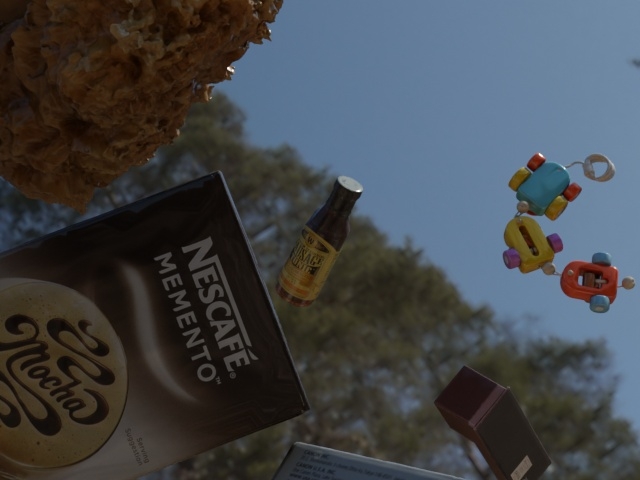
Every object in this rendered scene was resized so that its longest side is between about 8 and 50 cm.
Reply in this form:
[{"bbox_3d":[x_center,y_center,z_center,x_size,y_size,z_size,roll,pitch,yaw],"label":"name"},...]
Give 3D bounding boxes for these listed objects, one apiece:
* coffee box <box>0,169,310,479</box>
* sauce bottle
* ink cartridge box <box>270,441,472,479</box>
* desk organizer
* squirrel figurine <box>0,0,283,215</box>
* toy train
[{"bbox_3d":[-0.173,0.086,1.034,0.297,0.168,0.119,-21,-4,-3],"label":"coffee box"},{"bbox_3d":[0.000,0.000,1.431,0.042,0.042,0.128,-1,-55,-42],"label":"sauce bottle"},{"bbox_3d":[0.121,0.236,0.977,0.239,0.275,0.060,51,-120,-33],"label":"ink cartridge box"},{"bbox_3d":[0.147,0.164,1.343,0.047,0.050,0.130,-49,-41,-14],"label":"desk organizer"},{"bbox_3d":[-0.104,-0.220,1.165,0.370,0.397,0.281,-19,-42,24],"label":"squirrel figurine"},{"bbox_3d":[0.236,-0.005,1.525,0.125,0.166,0.046,5,-29,-2],"label":"toy train"}]
